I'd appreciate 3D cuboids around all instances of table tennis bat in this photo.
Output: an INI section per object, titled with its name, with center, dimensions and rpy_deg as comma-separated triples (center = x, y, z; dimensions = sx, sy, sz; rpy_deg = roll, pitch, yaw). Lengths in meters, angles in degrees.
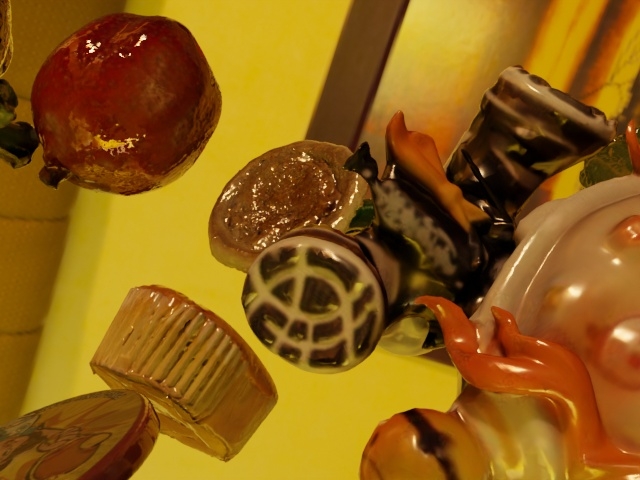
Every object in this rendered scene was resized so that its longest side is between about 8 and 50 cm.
[table tennis bat]
center = -0.256, 0.205, 0.677
dimensions = 0.415, 0.268, 0.051
rpy_deg = -62, 131, -75

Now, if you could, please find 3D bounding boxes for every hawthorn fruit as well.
[hawthorn fruit]
center = -0.183, -0.115, 0.889
dimensions = 0.188, 0.169, 0.169
rpy_deg = -58, -179, -25

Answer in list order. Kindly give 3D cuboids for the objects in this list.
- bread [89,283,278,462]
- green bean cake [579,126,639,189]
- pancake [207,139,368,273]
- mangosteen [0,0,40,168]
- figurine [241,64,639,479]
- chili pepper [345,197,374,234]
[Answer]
[bread]
center = -0.177, 0.178, 1.321
dimensions = 0.156, 0.204, 0.288
rpy_deg = -58, 144, -22
[green bean cake]
center = 0.447, -0.028, 1.119
dimensions = 0.156, 0.250, 0.247
rpy_deg = -119, -176, -53
[pancake]
center = -0.028, -0.027, 0.746
dimensions = 0.139, 0.139, 0.022
rpy_deg = -81, 151, -42
[mangosteen]
center = -0.360, -0.164, 0.863
dimensions = 0.231, 0.289, 0.231
rpy_deg = -28, -146, 22
[figurine]
center = 0.151, 0.064, 0.494
dimensions = 0.320, 0.323, 0.196
rpy_deg = -36, 150, -27
[chili pepper]
center = 0.003, 0.001, 1.049
dimensions = 0.216, 0.062, 0.108
rpy_deg = -11, 119, -59
